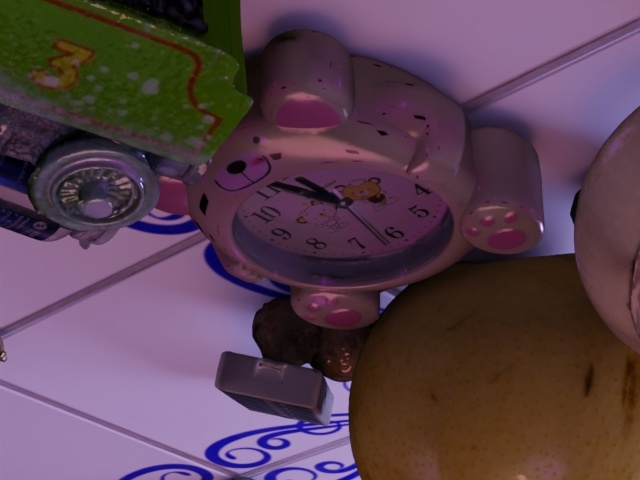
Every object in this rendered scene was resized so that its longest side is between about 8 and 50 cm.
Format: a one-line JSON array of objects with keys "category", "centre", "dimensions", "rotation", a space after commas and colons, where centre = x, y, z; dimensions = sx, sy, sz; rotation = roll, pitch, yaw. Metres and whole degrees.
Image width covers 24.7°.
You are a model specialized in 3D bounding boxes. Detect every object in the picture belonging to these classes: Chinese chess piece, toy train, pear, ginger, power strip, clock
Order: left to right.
[{"category": "toy train", "centre": [-0.201, -0.147, 1.088], "dimensions": [0.307, 0.174, 0.249], "rotation": [18, 136, -27]}, {"category": "power strip", "centre": [-0.043, 0.168, 1.608], "dimensions": [0.106, 0.043, 0.367], "rotation": [11, 171, 5]}, {"category": "clock", "centre": [0.014, -0.049, 1.297], "dimensions": [0.309, 0.114, 0.284], "rotation": [28, 140, -37]}, {"category": "ginger", "centre": [0.022, 0.115, 1.603], "dimensions": [0.204, 0.080, 0.104], "rotation": [12, 180, -22]}, {"category": "pear", "centre": [0.198, 0.169, 1.454], "dimensions": [0.348, 0.348, 0.348], "rotation": [0, 149, 0]}, {"category": "Chinese chess piece", "centre": [0.352, -0.012, 1.255], "dimensions": [0.270, 0.112, 0.270], "rotation": [-9, 121, -16]}]

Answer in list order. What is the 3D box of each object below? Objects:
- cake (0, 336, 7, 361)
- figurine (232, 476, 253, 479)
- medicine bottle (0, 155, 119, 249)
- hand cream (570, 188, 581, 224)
[{"category": "cake", "centre": [-0.457, 0.136, 1.640], "dimensions": [0.184, 0.080, 0.116], "rotation": [13, 145, -29]}, {"category": "figurine", "centre": [-0.082, 0.419, 2.078], "dimensions": [0.126, 0.147, 0.192], "rotation": [5, 135, 28]}, {"category": "medicine bottle", "centre": [-0.264, -0.062, 1.276], "dimensions": [0.191, 0.107, 0.107], "rotation": [22, 143, -33]}, {"category": "hand cream", "centre": [0.382, 0.003, 1.452], "dimensions": [0.336, 0.076, 0.121], "rotation": [14, 148, -35]}]
